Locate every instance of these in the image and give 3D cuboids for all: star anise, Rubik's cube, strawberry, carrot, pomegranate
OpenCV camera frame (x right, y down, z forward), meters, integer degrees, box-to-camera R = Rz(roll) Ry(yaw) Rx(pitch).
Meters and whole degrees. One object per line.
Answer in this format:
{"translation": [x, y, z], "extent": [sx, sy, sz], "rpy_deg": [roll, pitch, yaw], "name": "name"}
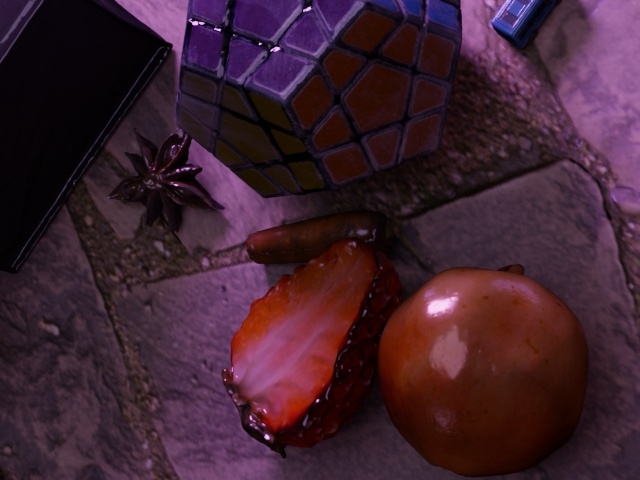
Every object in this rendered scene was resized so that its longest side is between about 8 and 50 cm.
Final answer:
{"translation": [-0.181, -0.065, 1.783], "extent": [0.129, 0.056, 0.124], "rpy_deg": [-20, 91, 21], "name": "star anise"}
{"translation": [-0.003, -0.193, 1.622], "extent": [0.264, 0.319, 0.319], "rpy_deg": [-45, 63, 36], "name": "Rubik's cube"}
{"translation": [0.016, 0.109, 1.623], "extent": [0.236, 0.111, 0.190], "rpy_deg": [-49, 37, 21], "name": "strawberry"}
{"translation": [0.000, 0.000, 1.698], "extent": [0.162, 0.055, 0.055], "rpy_deg": [-6, 76, 29], "name": "carrot"}
{"translation": [0.156, 0.122, 1.519], "extent": [0.209, 0.209, 0.209], "rpy_deg": [-5, 76, 22], "name": "pomegranate"}

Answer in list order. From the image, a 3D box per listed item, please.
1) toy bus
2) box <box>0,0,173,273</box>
{"translation": [0.213, -0.242, 1.663], "extent": [0.038, 0.046, 0.083], "rpy_deg": [38, 95, 25], "name": "toy bus"}
{"translation": [-0.374, -0.167, 1.782], "extent": [0.204, 0.251, 0.345], "rpy_deg": [37, 95, 25], "name": "box"}
